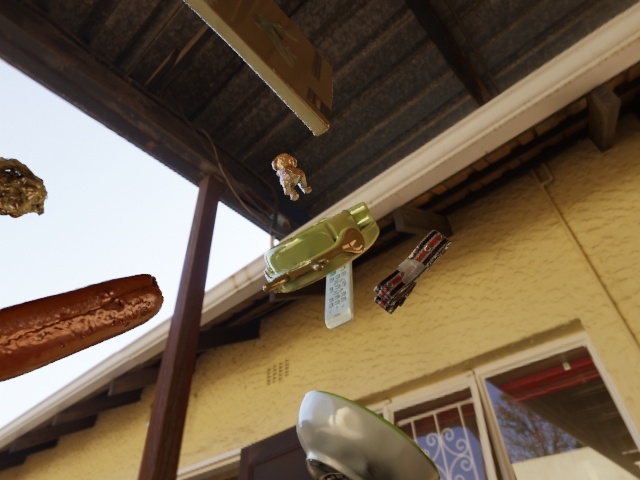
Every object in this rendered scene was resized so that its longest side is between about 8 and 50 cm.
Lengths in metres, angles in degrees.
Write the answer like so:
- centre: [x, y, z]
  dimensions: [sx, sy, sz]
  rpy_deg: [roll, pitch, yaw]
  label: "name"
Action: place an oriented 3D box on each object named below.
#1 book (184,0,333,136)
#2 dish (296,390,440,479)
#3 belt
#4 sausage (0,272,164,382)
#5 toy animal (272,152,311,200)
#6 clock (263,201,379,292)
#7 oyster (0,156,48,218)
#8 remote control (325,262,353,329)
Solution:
- centre: [-0.098, -0.267, 0.457]
  dimensions: [0.021, 0.217, 0.310]
  rpy_deg: [-36, -62, 26]
  label: "book"
- centre: [0.070, 0.462, 0.876]
  dimensions: [0.324, 0.124, 0.324]
  rpy_deg: [25, -36, 20]
  label: "dish"
- centre: [0.337, 0.107, 1.555]
  dimensions: [0.359, 0.094, 0.126]
  rpy_deg: [-46, -30, -12]
  label: "belt"
- centre: [-0.380, 0.124, 0.641]
  dimensions: [0.102, 0.102, 0.330]
  rpy_deg: [-39, -11, 32]
  label: "sausage"
- centre: [-0.124, -0.271, 1.575]
  dimensions: [0.104, 0.185, 0.184]
  rpy_deg: [-23, -30, 3]
  label: "toy animal"
- centre: [-0.011, 0.020, 0.880]
  dimensions: [0.235, 0.308, 0.096]
  rpy_deg: [-26, -85, 21]
  label: "clock"
- centre: [-0.483, -0.079, 0.663]
  dimensions: [0.053, 0.166, 0.108]
  rpy_deg: [-18, -72, 7]
  label: "oyster"
- centre: [0.066, 0.144, 1.373]
  dimensions: [0.103, 0.293, 0.051]
  rpy_deg: [-31, -50, 32]
  label: "remote control"
